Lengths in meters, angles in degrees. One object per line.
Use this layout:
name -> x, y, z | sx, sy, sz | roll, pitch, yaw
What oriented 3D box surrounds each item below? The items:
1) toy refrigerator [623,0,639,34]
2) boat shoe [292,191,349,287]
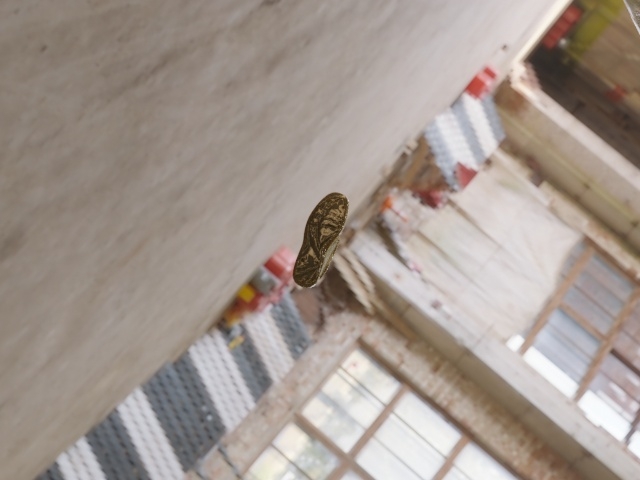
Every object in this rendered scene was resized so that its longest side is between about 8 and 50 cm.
toy refrigerator -> 0.208, -0.032, 0.396 | 0.094, 0.102, 0.269 | -32, -149, 8
boat shoe -> 0.000, 0.000, 1.484 | 0.135, 0.050, 0.045 | -64, 171, -4
